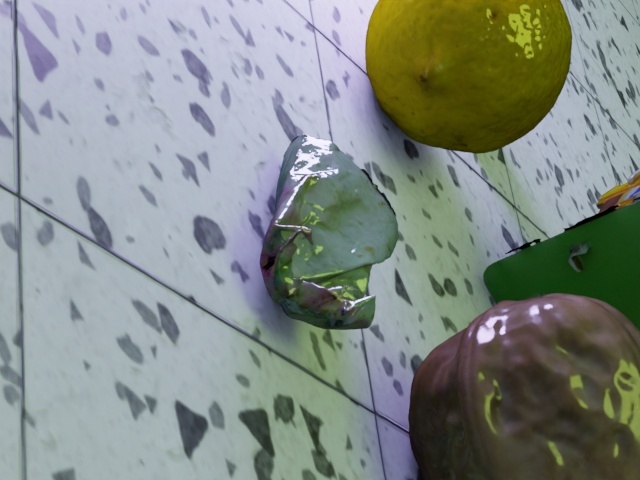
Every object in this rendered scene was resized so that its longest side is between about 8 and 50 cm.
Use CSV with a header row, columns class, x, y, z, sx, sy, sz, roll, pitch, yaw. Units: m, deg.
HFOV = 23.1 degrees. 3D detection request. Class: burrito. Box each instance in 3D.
class,x,y,z,sx,sy,sz,roll,pitch,yaw
burrito,0.000,0.000,1.480,0.144,0.089,0.229,43,28,-11

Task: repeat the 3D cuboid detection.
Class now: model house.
class,x,y,z,sx,sy,sz,roll,pitch,yaw
model house,0.425,0.027,1.975,0.242,0.357,0.313,59,34,-6

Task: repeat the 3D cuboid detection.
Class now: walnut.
class,x,y,z,sx,sy,sz,roll,pitch,yaw
walnut,0.212,0.182,1.521,0.227,0.273,0.273,-8,70,-29

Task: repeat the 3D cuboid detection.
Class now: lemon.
class,x,y,z,sx,sy,sz,roll,pitch,yaw
lemon,0.175,-0.226,1.862,0.267,0.267,0.267,45,31,-36
